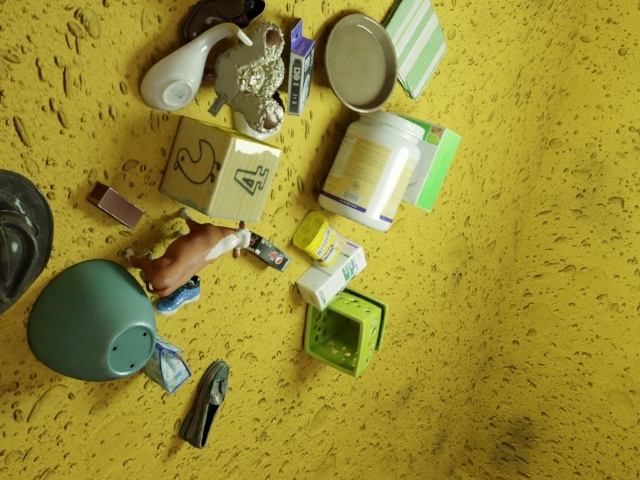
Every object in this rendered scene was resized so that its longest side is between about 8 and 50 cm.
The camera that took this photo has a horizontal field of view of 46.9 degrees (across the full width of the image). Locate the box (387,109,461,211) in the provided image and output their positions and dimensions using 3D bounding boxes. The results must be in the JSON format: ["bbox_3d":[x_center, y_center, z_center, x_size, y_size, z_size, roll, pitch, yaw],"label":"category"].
[{"bbox_3d":[0.287,-0.258,2.378,0.127,0.231,0.261,14,100,-57],"label":"box"}]

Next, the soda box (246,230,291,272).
[{"bbox_3d":[-0.157,0.034,2.148,0.053,0.060,0.169,-60,144,-8],"label":"soda box"}]

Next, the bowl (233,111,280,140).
[{"bbox_3d":[-0.157,-0.323,1.931,0.142,0.053,0.142,-31,132,-38],"label":"bowl"}]

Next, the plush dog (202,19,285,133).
[{"bbox_3d":[-0.163,-0.403,1.793,0.225,0.211,0.262,-35,130,-62],"label":"plush dog"}]

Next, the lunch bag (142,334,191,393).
[{"bbox_3d":[-0.421,0.304,1.922,0.096,0.129,0.151,-45,139,-26],"label":"lunch bag"}]

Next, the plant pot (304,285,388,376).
[{"bbox_3d":[0.098,0.290,2.498,0.207,0.228,0.227,-27,131,-50],"label":"plant pot"}]

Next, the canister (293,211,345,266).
[{"bbox_3d":[0.000,0.000,2.315,0.126,0.073,0.170,-58,146,-8],"label":"canister"}]

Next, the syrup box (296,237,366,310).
[{"bbox_3d":[0.039,0.106,2.409,0.237,0.096,0.093,-43,140,-25],"label":"syrup box"}]

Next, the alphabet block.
[{"bbox_3d":[-0.241,-0.171,1.802,0.193,0.192,0.197,5,106,-55],"label":"alphabet block"}]

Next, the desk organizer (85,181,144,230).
[{"bbox_3d":[-0.469,-0.078,1.694,0.050,0.047,0.130,-59,145,-10],"label":"desk organizer"}]

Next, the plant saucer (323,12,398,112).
[{"bbox_3d":[0.110,-0.500,2.094,0.278,0.041,0.277,-2,94,-39],"label":"plant saucer"}]

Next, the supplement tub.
[{"bbox_3d":[0.157,-0.216,2.233,0.241,0.241,0.331,17,98,-54],"label":"supplement tub"}]

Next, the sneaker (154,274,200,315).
[{"bbox_3d":[-0.373,0.135,1.935,0.152,0.058,0.084,-24,135,-47],"label":"sneaker"}]

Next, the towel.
[{"bbox_3d":[0.293,-0.627,2.327,0.247,0.038,0.325,-58,143,-10],"label":"towel"}]

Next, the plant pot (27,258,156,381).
[{"bbox_3d":[-0.495,0.213,1.715,0.290,0.195,0.290,-30,133,-38],"label":"plant pot"}]

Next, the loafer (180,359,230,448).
[{"bbox_3d":[-0.324,0.492,2.201,0.096,0.084,0.267,20,95,-54],"label":"loafer"}]

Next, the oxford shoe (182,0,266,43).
[{"bbox_3d":[-0.218,-0.516,1.696,0.227,0.096,0.082,-41,141,-26],"label":"oxford shoe"}]

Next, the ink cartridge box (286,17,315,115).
[{"bbox_3d":[-0.050,-0.450,1.900,0.206,0.045,0.208,-77,172,-63],"label":"ink cartridge box"}]

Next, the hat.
[{"bbox_3d":[-0.644,0.032,1.469,0.331,0.134,0.331,-30,133,-39],"label":"hat"}]

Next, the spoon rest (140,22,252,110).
[{"bbox_3d":[-0.284,-0.392,1.659,0.276,0.084,0.137,-35,147,11],"label":"spoon rest"}]

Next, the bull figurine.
[{"bbox_3d":[-0.321,0.020,1.819,0.310,0.188,0.101,-37,137,-33],"label":"bull figurine"}]
